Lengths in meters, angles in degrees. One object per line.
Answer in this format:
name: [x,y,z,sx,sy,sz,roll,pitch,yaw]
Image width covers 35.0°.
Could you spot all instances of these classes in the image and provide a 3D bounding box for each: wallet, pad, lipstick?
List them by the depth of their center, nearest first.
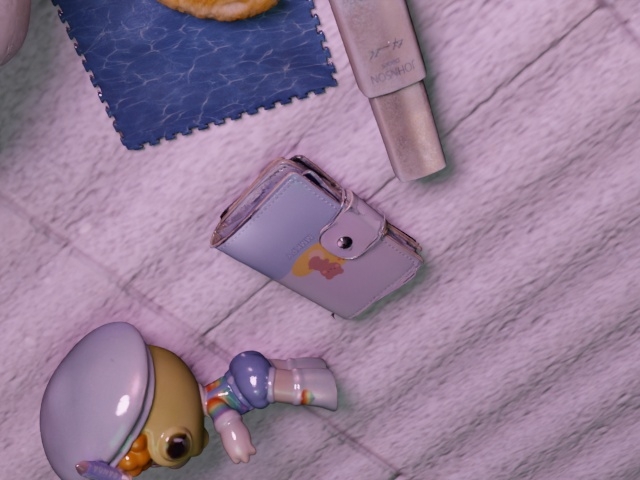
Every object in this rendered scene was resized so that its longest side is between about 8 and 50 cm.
pad: [-0.141,-0.241,1.099,0.270,0.012,0.269,-17,124,8]
lipstick: [0.077,-0.185,1.111,0.079,0.077,0.253,-21,124,3]
wallet: [0.000,0.000,1.246,0.231,0.069,0.170,33,122,-30]

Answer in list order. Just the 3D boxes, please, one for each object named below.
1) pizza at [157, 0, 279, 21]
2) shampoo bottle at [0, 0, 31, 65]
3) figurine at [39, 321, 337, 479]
pizza: [-0.131,-0.322,0.982,0.181,0.034,0.262,6,141,4]
shampoo bottle: [-0.418,-0.248,0.886,0.323,0.322,0.317,9,118,-10]
figurine: [-0.176,0.194,1.338,0.382,0.224,0.205,-10,106,-26]
